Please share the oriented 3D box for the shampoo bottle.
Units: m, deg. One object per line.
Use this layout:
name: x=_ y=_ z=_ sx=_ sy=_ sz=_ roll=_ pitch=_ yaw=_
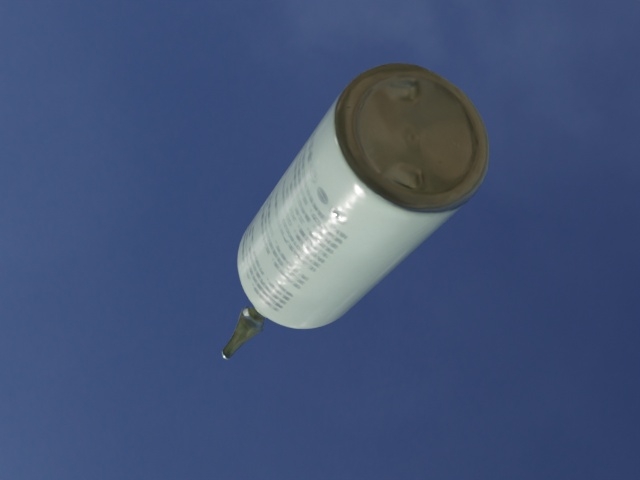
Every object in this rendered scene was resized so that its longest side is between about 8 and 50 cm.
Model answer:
shampoo bottle: x=0.000 y=0.000 z=0.473 sx=0.056 sy=0.195 sz=0.056 roll=7 pitch=-112 yaw=-17
